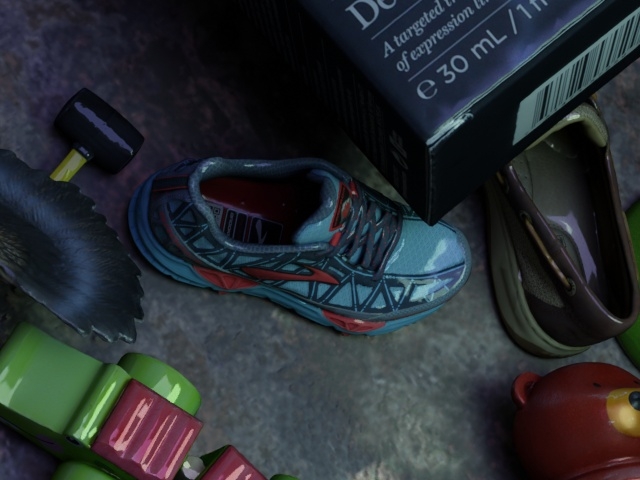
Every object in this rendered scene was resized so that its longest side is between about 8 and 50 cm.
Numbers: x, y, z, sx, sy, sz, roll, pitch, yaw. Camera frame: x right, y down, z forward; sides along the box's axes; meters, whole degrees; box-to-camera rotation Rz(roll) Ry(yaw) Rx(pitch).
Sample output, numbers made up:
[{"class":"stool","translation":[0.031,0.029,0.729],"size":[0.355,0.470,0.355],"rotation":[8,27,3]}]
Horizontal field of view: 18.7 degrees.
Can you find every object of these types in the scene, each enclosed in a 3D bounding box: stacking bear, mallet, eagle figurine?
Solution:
[{"class":"stacking bear","translation":[0.219,0.223,1.400],"size":[0.175,0.164,0.289],"rotation":[-2,64,-25]},{"class":"mallet","translation":[-0.207,-0.031,1.364],"size":[0.062,0.039,0.189],"rotation":[48,66,-5]},{"class":"eagle figurine","translation":[-0.281,-0.027,1.251],"size":[0.298,0.226,0.225],"rotation":[64,28,-19]}]

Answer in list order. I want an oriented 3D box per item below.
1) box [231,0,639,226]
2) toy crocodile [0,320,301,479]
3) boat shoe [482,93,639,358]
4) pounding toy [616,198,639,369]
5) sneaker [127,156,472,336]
[{"class":"box","translation":[0.061,-0.266,1.358],"size":[0.293,0.212,0.395],"rotation":[-39,77,-7]},{"class":"toy crocodile","translation":[-0.079,0.173,1.314],"size":[0.340,0.105,0.115],"rotation":[39,63,-8]},{"class":"boat shoe","translation":[0.173,-0.085,1.482],"size":[0.123,0.123,0.342],"rotation":[-6,81,-24]},{"class":"pounding toy","translation":[0.334,0.055,1.525],"size":[0.183,0.110,0.237],"rotation":[-13,79,-26]},{"class":"sneaker","translation":[0.000,0.000,1.389],"size":[0.261,0.125,0.104],"rotation":[9,71,-20]}]
